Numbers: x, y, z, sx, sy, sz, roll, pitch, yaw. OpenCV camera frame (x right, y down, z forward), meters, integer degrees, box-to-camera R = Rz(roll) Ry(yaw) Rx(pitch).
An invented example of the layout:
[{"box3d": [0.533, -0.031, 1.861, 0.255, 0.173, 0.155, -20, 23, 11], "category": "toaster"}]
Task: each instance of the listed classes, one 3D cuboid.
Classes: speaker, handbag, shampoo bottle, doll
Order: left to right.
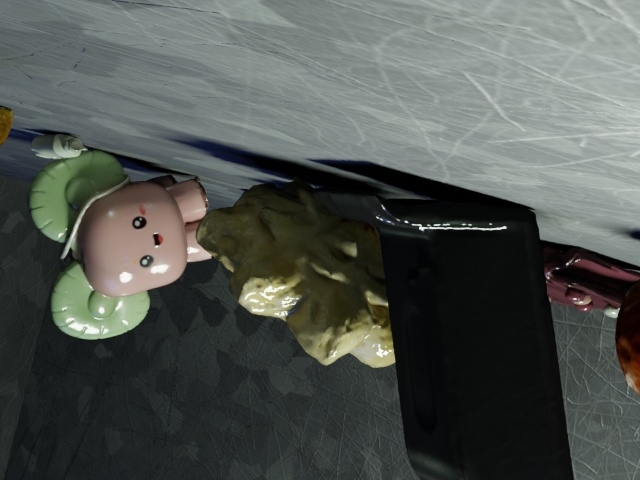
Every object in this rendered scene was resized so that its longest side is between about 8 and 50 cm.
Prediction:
[{"box3d": [-0.361, -0.131, 1.797, 0.049, 0.034, 0.141, 21, 173, -26], "category": "shampoo bottle"}, {"box3d": [-0.306, -0.003, 1.961, 0.268, 0.284, 0.216, -14, -168, -29], "category": "doll"}, {"box3d": [0.131, 0.117, 1.374, 0.184, 0.388, 0.180, -13, -171, -26], "category": "speaker"}, {"box3d": [0.325, 0.050, 1.765, 0.216, 0.074, 0.203, 16, 176, -41], "category": "handbag"}]

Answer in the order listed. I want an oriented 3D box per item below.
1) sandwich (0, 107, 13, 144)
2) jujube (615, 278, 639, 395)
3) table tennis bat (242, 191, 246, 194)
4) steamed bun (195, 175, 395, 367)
[{"box3d": [-0.509, -0.158, 1.612, 0.186, 0.065, 0.214, 16, 177, -34], "category": "sandwich"}, {"box3d": [0.410, 0.096, 1.285, 0.190, 0.190, 0.255, 14, 170, -13], "category": "jujube"}, {"box3d": [-0.068, -0.060, 2.015, 0.100, 0.019, 0.155, 14, 179, -19], "category": "table tennis bat"}, {"box3d": [0.007, 0.019, 1.507, 0.295, 0.137, 0.292, 32, -155, -17], "category": "steamed bun"}]
